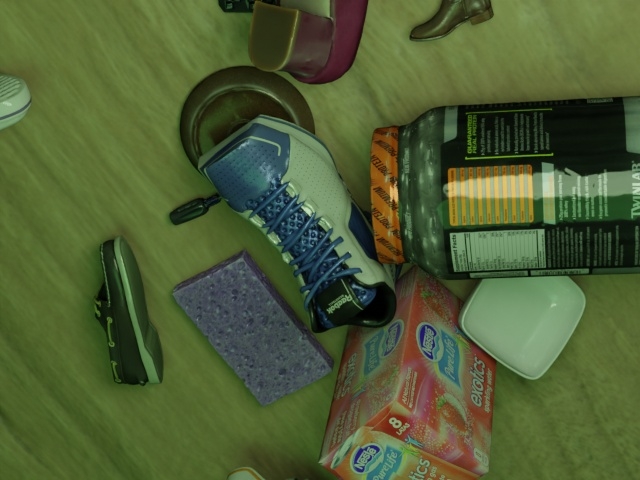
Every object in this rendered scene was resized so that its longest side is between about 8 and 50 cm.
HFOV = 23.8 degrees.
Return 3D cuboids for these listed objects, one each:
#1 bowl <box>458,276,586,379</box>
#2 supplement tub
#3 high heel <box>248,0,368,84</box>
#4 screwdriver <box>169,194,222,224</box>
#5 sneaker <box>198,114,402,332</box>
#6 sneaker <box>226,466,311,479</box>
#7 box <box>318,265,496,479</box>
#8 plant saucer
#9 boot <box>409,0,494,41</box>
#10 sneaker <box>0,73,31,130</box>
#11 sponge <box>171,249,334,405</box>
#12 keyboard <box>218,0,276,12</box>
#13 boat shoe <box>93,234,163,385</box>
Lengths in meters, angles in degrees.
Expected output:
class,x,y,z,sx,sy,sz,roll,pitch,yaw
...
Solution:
class,x,y,z,sx,sy,sz,roll,pitch,yaw
bowl,0.249,0.088,1.912,0.142,0.053,0.142,37,81,-14
supplement tub,0.234,-0.059,1.768,0.338,0.207,0.207,-2,119,9
high heel,0.021,-0.363,1.717,0.127,0.181,0.377,26,105,24
screwdriver,-0.116,-0.060,1.927,0.170,0.025,0.024,-25,113,10
sneaker,0.001,0.001,1.820,0.127,0.182,0.315,-37,120,18
sneaker,-0.014,0.411,2.127,0.126,0.127,0.321,-28,137,27
box,0.114,0.187,1.869,0.154,0.300,0.142,39,119,-13
plant saucer,-0.091,-0.130,1.865,0.168,0.029,0.168,1,116,3
boot,0.137,-0.294,1.745,0.106,0.037,0.114,-21,119,4
sneaker,-0.453,-0.107,1.902,0.282,0.102,0.161,-14,121,27
sponge,-0.088,0.118,2.012,0.117,0.031,0.210,-29,112,22
keyboard,-0.074,-0.349,1.751,0.108,0.023,0.180,0,120,7
boat shoe,-0.263,0.098,1.995,0.068,0.081,0.228,-7,121,7
